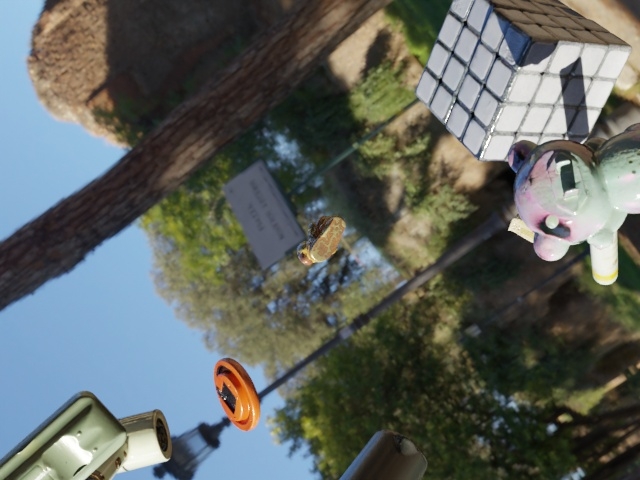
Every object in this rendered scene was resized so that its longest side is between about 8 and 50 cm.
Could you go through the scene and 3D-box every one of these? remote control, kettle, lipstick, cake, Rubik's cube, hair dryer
[{"bbox_3d":[-0.490,0.410,1.367,0.128,0.335,0.065,54,162,-22],"label":"remote control"},{"bbox_3d":[0.159,0.720,2.253,0.203,0.308,0.262,14,138,37],"label":"kettle"},{"bbox_3d":[0.623,0.024,1.760,0.059,0.059,0.264,61,-175,30],"label":"lipstick"},{"bbox_3d":[0.567,-0.024,2.121,0.121,0.052,0.065,33,-156,27],"label":"cake"},{"bbox_3d":[0.500,-0.423,2.037,0.344,0.344,0.337,-1,-141,-27],"label":"Rubik's cube"},{"bbox_3d":[-0.472,0.497,1.808,0.362,0.203,0.128,-78,-26,-86],"label":"hair dryer"}]

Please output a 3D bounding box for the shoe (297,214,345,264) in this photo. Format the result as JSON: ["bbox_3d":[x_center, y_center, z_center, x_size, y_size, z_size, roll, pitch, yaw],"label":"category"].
[{"bbox_3d":[0.003,0.000,1.536,0.072,0.109,0.069,20,180,-29],"label":"shoe"}]

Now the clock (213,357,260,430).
[{"bbox_3d":[-0.229,0.413,2.148,0.051,0.205,0.205,-20,-111,-33],"label":"clock"}]

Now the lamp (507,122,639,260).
[{"bbox_3d":[0.516,-0.108,1.509,0.247,0.301,0.247,19,-123,-73],"label":"lamp"}]
